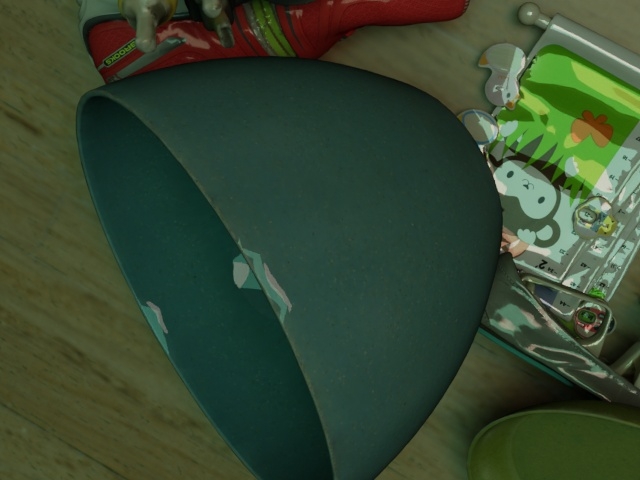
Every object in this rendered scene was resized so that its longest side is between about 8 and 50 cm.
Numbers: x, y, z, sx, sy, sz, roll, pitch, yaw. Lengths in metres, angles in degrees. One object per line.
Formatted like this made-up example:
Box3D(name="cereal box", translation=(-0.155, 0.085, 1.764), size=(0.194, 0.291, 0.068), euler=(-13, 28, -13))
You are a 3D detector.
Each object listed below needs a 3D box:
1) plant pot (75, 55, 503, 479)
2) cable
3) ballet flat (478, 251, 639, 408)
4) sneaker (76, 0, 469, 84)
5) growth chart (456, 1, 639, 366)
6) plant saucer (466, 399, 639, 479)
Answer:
Box3D(name="plant pot", translation=(0.000, 0.000, 0.620), size=(0.195, 0.290, 0.290), euler=(-30, 95, -23))
Box3D(name="cable", translation=(-0.081, -0.223, 0.603), size=(0.140, 0.072, 0.287), euler=(-21, 57, -6))
Box3D(name="ballet flat", translation=(0.196, 0.085, 0.664), size=(0.213, 0.072, 0.068), euler=(36, 97, 0))
Box3D(name="sneaker", translation=(-0.030, -0.150, 0.679), size=(0.279, 0.107, 0.118), euler=(-3, 118, 12))
Box3D(name="growth chart", translation=(0.168, -0.035, 0.689), size=(0.172, 0.021, 0.237), euler=(20, 105, 4))
Box3D(name="plant saucer", translation=(0.218, 0.185, 0.656), size=(0.241, 0.037, 0.241), euler=(23, 143, 19))
